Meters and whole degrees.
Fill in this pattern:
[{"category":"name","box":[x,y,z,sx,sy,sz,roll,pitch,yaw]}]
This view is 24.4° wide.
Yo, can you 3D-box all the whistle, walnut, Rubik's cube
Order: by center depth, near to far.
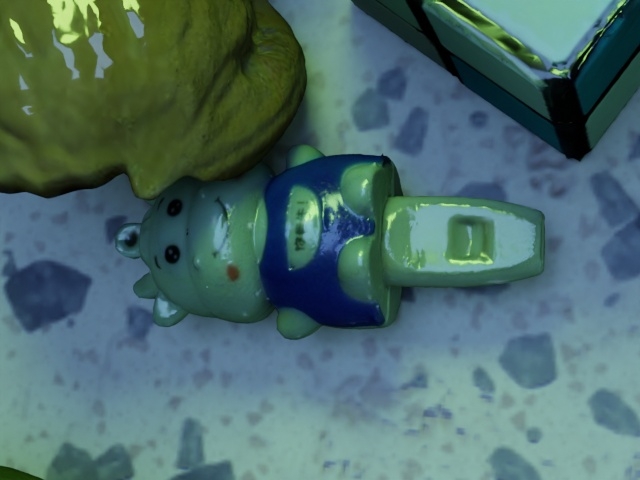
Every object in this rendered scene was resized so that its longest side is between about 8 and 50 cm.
[{"category":"Rubik's cube","box":[0.114,-0.172,0.774,0.180,0.167,0.183,36,92,15]},{"category":"walnut","box":[-0.129,-0.121,0.805,0.238,0.204,0.141,13,124,15]},{"category":"whistle","box":[0.000,0.000,0.816,0.244,0.092,0.110,1,78,15]}]

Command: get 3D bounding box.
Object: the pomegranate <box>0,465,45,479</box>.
[{"category":"pomegranate","box":[-0.216,0.233,0.723,0.291,0.323,0.290,2,66,-4]}]
